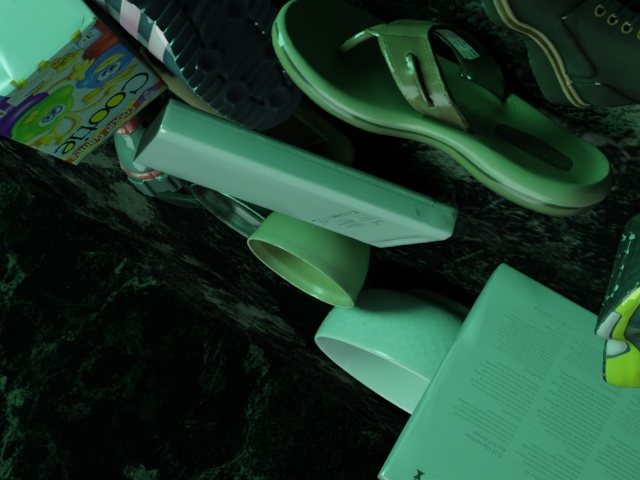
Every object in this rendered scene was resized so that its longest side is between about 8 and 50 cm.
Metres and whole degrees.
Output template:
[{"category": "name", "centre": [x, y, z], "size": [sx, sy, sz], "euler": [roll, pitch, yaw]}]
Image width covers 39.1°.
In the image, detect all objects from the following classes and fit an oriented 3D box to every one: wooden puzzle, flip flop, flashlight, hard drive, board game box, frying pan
[{"category": "wooden puzzle", "centre": [-0.084, -0.157, 0.991], "size": [0.238, 0.044, 0.221], "euler": [41, 164, -16]}, {"category": "flip flop", "centre": [0.094, -0.114, 0.663], "size": [0.277, 0.112, 0.080], "euler": [32, 140, 11]}, {"category": "flashlight", "centre": [-0.274, -0.173, 1.193], "size": [0.103, 0.103, 0.304], "euler": [22, 163, 29]}, {"category": "hard drive", "centre": [-0.034, -0.061, 0.958], "size": [0.307, 0.040, 0.203], "euler": [20, 171, -17]}, {"category": "board game box", "centre": [-0.276, -0.186, 0.889], "size": [0.144, 0.142, 0.275], "euler": [49, -179, 4]}, {"category": "frying pan", "centre": [-0.142, -0.041, 1.452], "size": [0.197, 0.053, 0.326], "euler": [39, 166, -23]}]

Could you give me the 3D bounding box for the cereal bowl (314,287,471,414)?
[{"category": "cereal bowl", "centre": [0.168, 0.172, 1.331], "size": [0.339, 0.141, 0.339], "euler": [31, 165, 9]}]

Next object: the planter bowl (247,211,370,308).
[{"category": "planter bowl", "centre": [0.000, 0.000, 1.181], "size": [0.162, 0.109, 0.162], "euler": [29, 165, 9]}]

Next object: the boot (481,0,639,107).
[{"category": "boot", "centre": [0.175, -0.134, 0.494], "size": [0.137, 0.077, 0.198], "euler": [15, 171, 36]}]

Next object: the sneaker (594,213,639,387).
[{"category": "sneaker", "centre": [0.319, 0.067, 0.801], "size": [0.121, 0.111, 0.300], "euler": [13, 164, 25]}]

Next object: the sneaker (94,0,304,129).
[{"category": "sneaker", "centre": [-0.137, -0.226, 0.795], "size": [0.319, 0.112, 0.131], "euler": [44, -178, -36]}]

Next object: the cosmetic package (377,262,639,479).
[{"category": "cosmetic package", "centre": [0.297, 0.244, 1.023], "size": [0.377, 0.284, 0.097], "euler": [31, 165, 9]}]
